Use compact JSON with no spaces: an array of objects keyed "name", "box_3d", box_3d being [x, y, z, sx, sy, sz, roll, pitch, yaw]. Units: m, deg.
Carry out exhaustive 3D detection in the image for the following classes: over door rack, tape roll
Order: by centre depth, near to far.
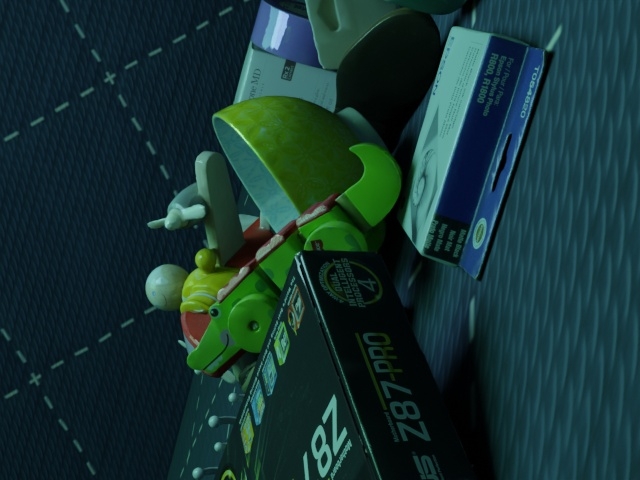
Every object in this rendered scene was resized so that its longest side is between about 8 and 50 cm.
[{"name":"over door rack","box_3d":[-0.172,0.441,1.896,0.324,0.108,0.239,-102,27,-68]},{"name":"tape roll","box_3d":[-0.028,-0.380,1.985,0.189,0.189,0.080,-102,28,-69]}]

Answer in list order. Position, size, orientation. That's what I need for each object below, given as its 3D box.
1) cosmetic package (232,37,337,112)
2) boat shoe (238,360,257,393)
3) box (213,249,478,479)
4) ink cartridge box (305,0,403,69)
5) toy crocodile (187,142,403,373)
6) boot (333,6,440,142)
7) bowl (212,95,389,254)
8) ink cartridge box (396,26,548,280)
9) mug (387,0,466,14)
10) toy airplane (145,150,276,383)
[{"name":"cosmetic package","box_3d":[-0.063,-0.283,2.060,0.151,0.184,0.151,-103,28,-70]},{"name":"boat shoe","box_3d":[0.012,0.163,1.287,0.324,0.123,0.119,-43,66,58]},{"name":"box","box_3d":[0.003,0.255,0.998,0.318,0.097,0.395,-112,32,-42]},{"name":"ink cartridge box","box_3d":[0.055,-0.426,1.536,0.226,0.131,0.306,73,-163,-50]},{"name":"toy crocodile","box_3d":[-0.031,0.029,1.210,0.340,0.105,0.115,-42,1,24]},{"name":"boot","box_3d":[0.083,-0.223,1.422,0.305,0.112,0.115,120,174,-60]},{"name":"bowl","box_3d":[0.004,-0.083,1.394,0.156,0.289,0.289,-35,5,-9]},{"name":"ink cartridge box","box_3d":[0.139,-0.095,1.065,0.224,0.045,0.223,-117,42,-75]},{"name":"mug","box_3d":[0.141,-0.337,1.241,0.129,0.097,0.157,-87,15,-50]},{"name":"toy airplane","box_3d":[-0.178,0.062,1.957,0.384,0.273,0.386,51,-143,-78]}]
